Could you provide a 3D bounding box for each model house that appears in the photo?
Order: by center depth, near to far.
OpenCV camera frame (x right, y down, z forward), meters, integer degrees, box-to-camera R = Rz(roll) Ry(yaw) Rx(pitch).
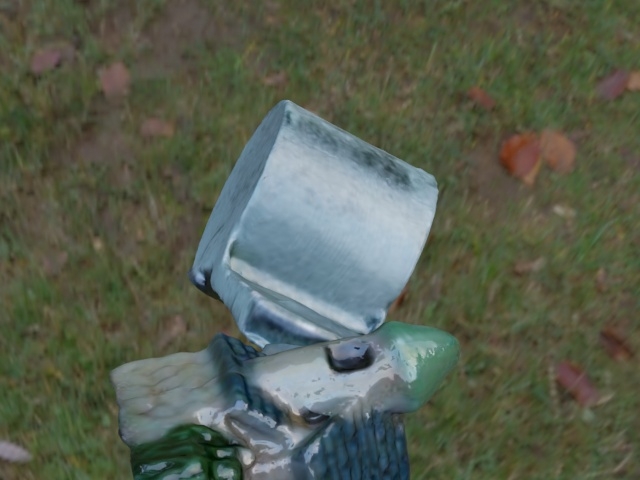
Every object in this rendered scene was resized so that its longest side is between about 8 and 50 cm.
[{"bbox_3d":[0.006,0.219,1.198,0.284,0.243,0.298,-14,114,-11],"label":"model house"}]

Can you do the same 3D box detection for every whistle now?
[{"bbox_3d":[-0.015,0.028,1.472,0.168,0.188,0.405,27,35,-11],"label":"whistle"}]
